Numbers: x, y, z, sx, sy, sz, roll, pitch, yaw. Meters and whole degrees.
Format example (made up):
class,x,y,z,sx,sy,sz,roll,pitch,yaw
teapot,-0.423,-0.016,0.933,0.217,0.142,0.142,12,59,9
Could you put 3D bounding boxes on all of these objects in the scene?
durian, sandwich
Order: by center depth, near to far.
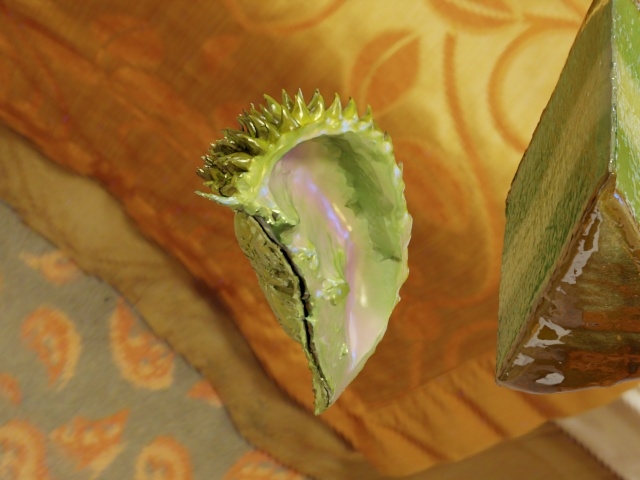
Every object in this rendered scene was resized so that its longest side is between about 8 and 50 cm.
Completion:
class,x,y,z,sx,sy,sz,roll,pitch,yaw
sandwich,0.065,-0.012,0.426,0.116,0.074,0.074,44,46,-51
durian,0.000,0.000,1.332,0.158,0.352,0.169,-10,48,9
